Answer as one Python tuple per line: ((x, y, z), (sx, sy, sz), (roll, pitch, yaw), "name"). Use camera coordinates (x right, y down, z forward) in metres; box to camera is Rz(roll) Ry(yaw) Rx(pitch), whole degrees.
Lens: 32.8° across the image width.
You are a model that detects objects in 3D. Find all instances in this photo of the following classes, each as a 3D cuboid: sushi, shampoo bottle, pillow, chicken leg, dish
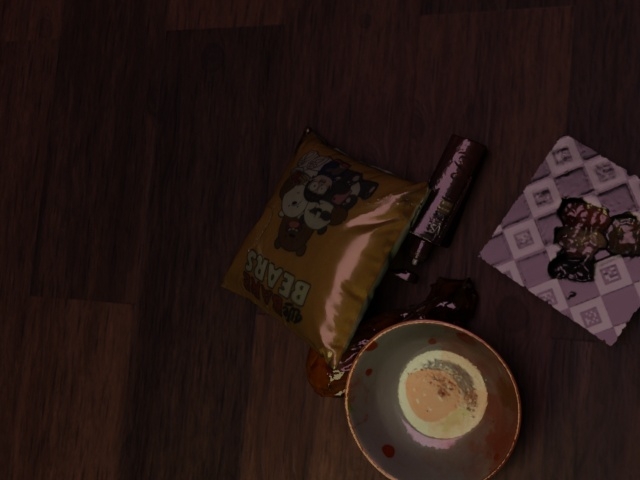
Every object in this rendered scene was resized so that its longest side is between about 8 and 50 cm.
((0.385, -0.002, 1.559), (0.231, 0.047, 0.219), (36, 95, 23), "sushi")
((0.178, -0.046, 1.659), (0.068, 0.067, 0.236), (25, 95, 21), "shampoo bottle")
((0.000, 0.000, 1.694), (0.310, 0.119, 0.312), (30, 93, 42), "pillow")
((0.101, 0.139, 1.667), (0.304, 0.093, 0.113), (-32, 58, 15), "chicken leg")
((0.171, 0.235, 1.598), (0.260, 0.085, 0.260), (3, 98, 19), "dish")
